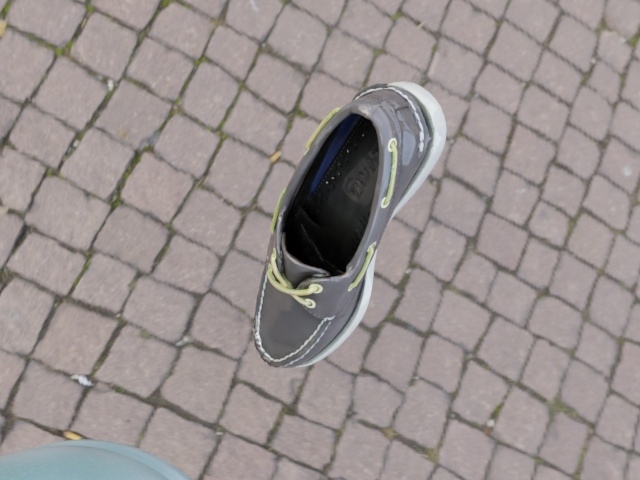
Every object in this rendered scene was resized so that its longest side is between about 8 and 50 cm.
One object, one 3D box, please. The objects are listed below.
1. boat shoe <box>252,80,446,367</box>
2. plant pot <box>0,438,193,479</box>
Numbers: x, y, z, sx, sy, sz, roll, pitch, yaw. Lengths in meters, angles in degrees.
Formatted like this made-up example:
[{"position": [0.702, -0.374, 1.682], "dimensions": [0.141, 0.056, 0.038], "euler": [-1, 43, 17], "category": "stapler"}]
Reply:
[{"position": [0.000, 0.000, 0.609], "dimensions": [0.081, 0.227, 0.069], "euler": [38, 32, 22], "category": "boat shoe"}, {"position": [-0.204, 0.281, 0.627], "dimensions": [0.293, 0.196, 0.293], "euler": [-2, 77, 9], "category": "plant pot"}]
